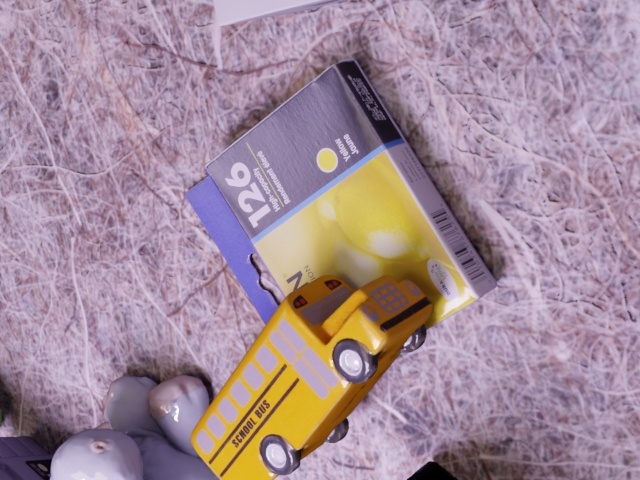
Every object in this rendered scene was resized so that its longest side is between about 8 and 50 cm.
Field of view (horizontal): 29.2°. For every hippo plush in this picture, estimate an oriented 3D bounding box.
[{"bbox_3d":[-0.241,0.329,1.549,0.234,0.236,0.294,-29,87,34],"label":"hippo plush"}]

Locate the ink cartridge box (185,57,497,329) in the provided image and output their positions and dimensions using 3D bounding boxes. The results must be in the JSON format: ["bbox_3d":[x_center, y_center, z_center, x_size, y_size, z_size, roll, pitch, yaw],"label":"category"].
[{"bbox_3d":[0.000,0.000,1.415,0.307,0.072,0.303,-35,84,31],"label":"ink cartridge box"}]

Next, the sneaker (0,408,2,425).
[{"bbox_3d":[-0.683,0.319,1.842,0.483,0.202,0.185,-36,82,33],"label":"sneaker"}]

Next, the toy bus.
[{"bbox_3d":[-0.014,0.154,1.367,0.130,0.108,0.332,47,129,16],"label":"toy bus"}]

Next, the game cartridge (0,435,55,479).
[{"bbox_3d":[-0.344,0.376,1.625,0.355,0.230,0.068,35,102,24],"label":"game cartridge"}]

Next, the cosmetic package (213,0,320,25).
[{"bbox_3d":[-0.008,-0.360,1.278,0.224,0.138,0.224,-6,101,33],"label":"cosmetic package"}]

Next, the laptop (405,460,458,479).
[{"bbox_3d":[0.151,0.498,1.266,0.236,0.382,0.407,2,104,32],"label":"laptop"}]
